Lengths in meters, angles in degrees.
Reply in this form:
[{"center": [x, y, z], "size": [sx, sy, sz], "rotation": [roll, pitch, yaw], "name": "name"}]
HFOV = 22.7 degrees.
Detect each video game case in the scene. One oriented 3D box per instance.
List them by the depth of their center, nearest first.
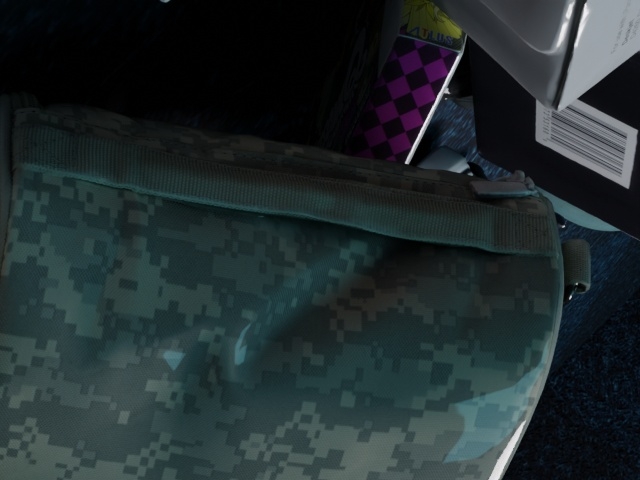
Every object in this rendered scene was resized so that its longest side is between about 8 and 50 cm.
[{"center": [0.034, -0.099, 0.947], "size": [0.232, 0.042, 0.210], "rotation": [115, -11, -46], "name": "video game case"}]

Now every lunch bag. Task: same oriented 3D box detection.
[{"center": [-0.048, 0.058, 0.797], "size": [0.305, 0.212, 0.256], "rotation": [10, 137, -18], "name": "lunch bag"}]

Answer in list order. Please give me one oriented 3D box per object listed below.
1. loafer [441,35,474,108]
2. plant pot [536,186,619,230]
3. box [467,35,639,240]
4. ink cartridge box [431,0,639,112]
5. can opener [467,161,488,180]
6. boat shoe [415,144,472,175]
[{"center": [0.120, -0.134, 1.217], "size": [0.223, 0.076, 0.078], "rotation": [-30, 147, -58], "name": "loafer"}, {"center": [0.294, -0.133, 1.386], "size": [0.271, 0.271, 0.255], "rotation": [-39, 176, -30], "name": "plant pot"}, {"center": [0.247, -0.188, 1.048], "size": [0.294, 0.183, 0.296], "rotation": [-58, 164, -12], "name": "box"}, {"center": [0.152, -0.243, 0.766], "size": [0.270, 0.198, 0.197], "rotation": [-37, 159, -18], "name": "ink cartridge box"}, {"center": [0.156, 0.003, 1.484], "size": [0.059, 0.186, 0.073], "rotation": [-29, 140, 9], "name": "can opener"}, {"center": [0.082, 0.052, 1.474], "size": [0.121, 0.119, 0.335], "rotation": [-35, 160, -39], "name": "boat shoe"}]
